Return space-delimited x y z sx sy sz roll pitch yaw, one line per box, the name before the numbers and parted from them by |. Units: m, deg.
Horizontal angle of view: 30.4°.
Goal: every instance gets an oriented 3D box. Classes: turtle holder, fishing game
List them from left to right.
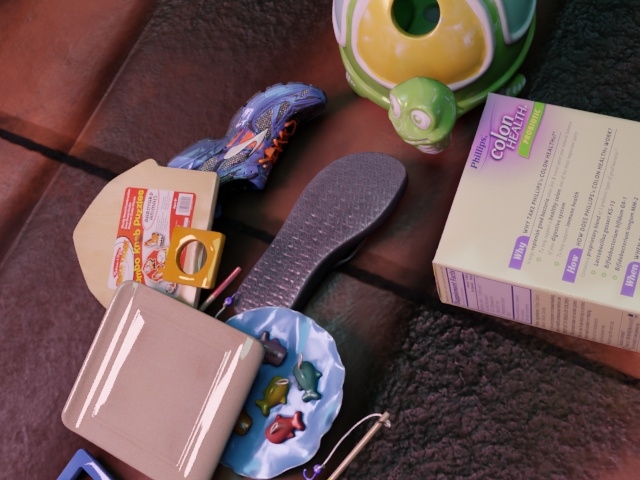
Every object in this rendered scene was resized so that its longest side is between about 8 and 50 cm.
fishing game | -0.065 0.159 1.262 0.189 0.041 0.264 -46 64 5
turtle holder | 0.111 -0.260 1.341 0.243 0.227 0.320 28 73 21

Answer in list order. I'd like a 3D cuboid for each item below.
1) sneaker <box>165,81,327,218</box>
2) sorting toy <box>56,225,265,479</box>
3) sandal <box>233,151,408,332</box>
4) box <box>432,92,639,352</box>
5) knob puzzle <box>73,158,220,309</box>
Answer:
sneaker | -0.078 -0.102 1.394 0.221 0.083 0.087 -38 71 2
sorting toy | -0.166 0.156 1.274 0.196 0.047 0.347 23 89 27
sandal | -0.001 0.000 1.342 0.254 0.054 0.097 -47 62 -1
box | 0.269 -0.019 1.258 0.243 0.117 0.213 14 69 16
knob puzzle | -0.205 0.002 1.369 0.213 0.030 0.213 -6 78 29
